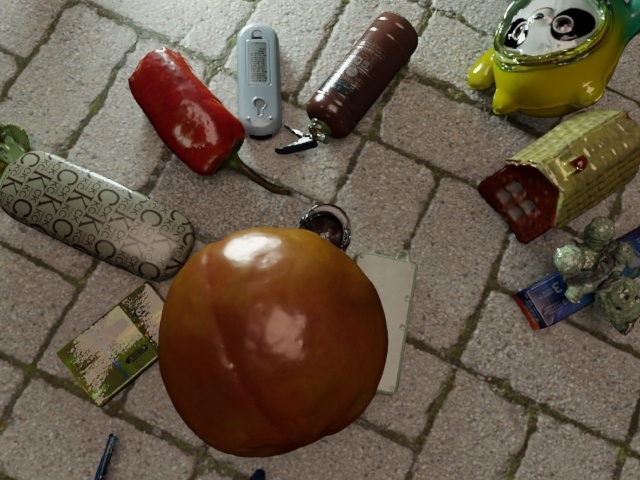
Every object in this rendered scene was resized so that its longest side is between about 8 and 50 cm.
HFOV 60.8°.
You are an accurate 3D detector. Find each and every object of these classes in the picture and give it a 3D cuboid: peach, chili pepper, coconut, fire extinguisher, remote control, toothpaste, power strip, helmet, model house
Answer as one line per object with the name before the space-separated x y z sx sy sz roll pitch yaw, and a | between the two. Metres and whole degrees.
peach | -0.064 0.155 0.816 0.343 0.342 0.301 -13 55 -6
chili pepper | -0.210 -0.191 0.995 0.135 0.131 0.338 -39 84 -1
coconut | -0.604 -0.150 0.998 0.133 0.055 0.158 40 76 7
fire extinguisher | 0.042 -0.288 1.056 0.138 0.102 0.344 29 75 37
remote control | -0.121 -0.316 1.072 0.087 0.047 0.244 -2 78 -7
toothpaste | 0.518 0.059 1.012 0.321 0.066 0.076 -26 80 -10
power strip | 0.098 0.143 0.975 0.118 0.046 0.270 11 78 2
helmet | 0.000 0.000 0.991 0.098 0.070 0.123 25 70 -4
model house | 0.430 -0.120 0.954 0.196 0.254 0.160 -32 84 -9

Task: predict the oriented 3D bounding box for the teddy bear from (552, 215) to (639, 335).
teddy bear | 0.476 0.061 0.934 0.133 0.111 0.213 -38 105 10

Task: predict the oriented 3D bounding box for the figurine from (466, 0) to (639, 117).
figurine | 0.453 -0.385 1.038 0.324 0.231 0.339 7 69 38

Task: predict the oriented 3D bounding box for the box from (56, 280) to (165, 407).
box | -0.340 0.178 0.950 0.193 0.030 0.121 -41 82 -11

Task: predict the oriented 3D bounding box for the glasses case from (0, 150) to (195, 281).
glasses case | -0.396 -0.043 0.970 0.355 0.085 0.137 24 76 3

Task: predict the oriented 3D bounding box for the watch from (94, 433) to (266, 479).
watch | -0.252 0.481 0.873 0.277 0.068 0.274 14 72 0
